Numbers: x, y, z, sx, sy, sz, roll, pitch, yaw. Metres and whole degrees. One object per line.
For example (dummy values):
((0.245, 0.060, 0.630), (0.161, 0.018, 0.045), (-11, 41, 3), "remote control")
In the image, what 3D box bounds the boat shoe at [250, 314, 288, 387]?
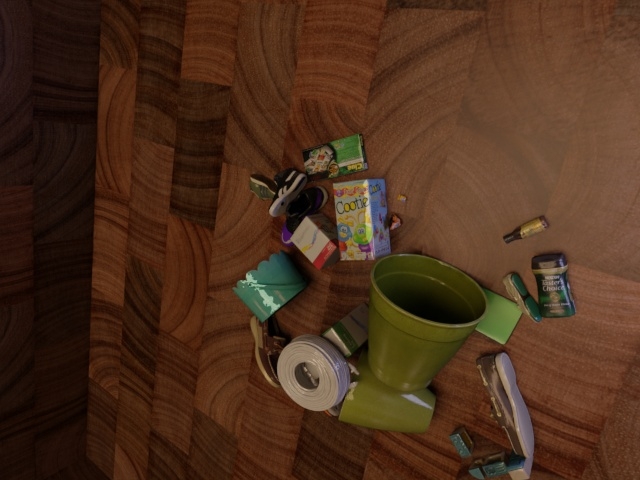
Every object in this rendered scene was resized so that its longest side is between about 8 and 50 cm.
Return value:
((-0.204, 0.452, 1.800), (0.123, 0.123, 0.342), (-33, 54, 18), "boat shoe")

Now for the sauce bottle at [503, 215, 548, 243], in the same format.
((0.623, -0.028, 1.274), (0.128, 0.042, 0.042), (-33, 80, 33), "sauce bottle")

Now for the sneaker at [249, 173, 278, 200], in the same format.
((-0.225, -0.205, 1.773), (0.192, 0.064, 0.086), (32, 129, 19), "sneaker")

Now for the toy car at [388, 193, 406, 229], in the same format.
((0.277, -0.096, 1.475), (0.040, 0.060, 0.122), (16, 117, -4), "toy car")

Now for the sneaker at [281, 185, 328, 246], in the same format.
((-0.099, -0.094, 1.656), (0.102, 0.146, 0.294), (43, 117, 19), "sneaker")

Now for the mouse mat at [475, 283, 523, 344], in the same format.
((0.552, 0.240, 1.384), (0.189, 0.007, 0.153), (28, 112, 24), "mouse mat")

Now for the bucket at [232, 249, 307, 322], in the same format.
((-0.196, 0.188, 1.696), (0.281, 0.281, 0.183), (-43, 84, 30), "bucket")

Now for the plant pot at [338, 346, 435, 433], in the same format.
((0.249, 0.567, 1.503), (0.293, 0.275, 0.275), (19, 109, 12), "plant pot")

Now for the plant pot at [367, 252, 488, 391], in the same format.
((0.303, 0.288, 1.372), (0.366, 0.366, 0.353), (27, 123, 26), "plant pot")

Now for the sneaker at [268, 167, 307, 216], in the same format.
((-0.159, -0.197, 1.677), (0.121, 0.079, 0.217), (29, 71, 30), "sneaker")

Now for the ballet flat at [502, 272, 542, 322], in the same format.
((0.629, 0.181, 1.308), (0.168, 0.057, 0.052), (65, 149, 11), "ballet flat")

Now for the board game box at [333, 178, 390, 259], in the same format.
((0.150, -0.076, 1.503), (0.141, 0.144, 0.276), (-2, 96, 33), "board game box")

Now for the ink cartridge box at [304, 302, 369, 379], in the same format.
((0.076, 0.365, 1.546), (0.201, 0.278, 0.117), (-44, 78, 30), "ink cartridge box")

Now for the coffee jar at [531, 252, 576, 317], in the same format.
((0.687, 0.132, 1.238), (0.096, 0.079, 0.185), (-11, 92, 33), "coffee jar")

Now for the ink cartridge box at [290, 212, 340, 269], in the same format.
((0.000, 0.000, 1.619), (0.176, 0.128, 0.127), (45, 118, 17), "ink cartridge box")

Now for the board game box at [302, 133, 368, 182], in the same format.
((0.051, -0.309, 1.596), (0.259, 0.030, 0.136), (-7, 92, 33), "board game box")

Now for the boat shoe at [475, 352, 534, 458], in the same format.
((0.594, 0.528, 1.346), (0.096, 0.116, 0.325), (-20, 83, 38), "boat shoe")

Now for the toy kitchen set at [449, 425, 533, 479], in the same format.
((0.557, 0.699, 1.388), (0.207, 0.122, 0.166), (-36, 79, 31), "toy kitchen set")

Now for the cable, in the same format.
((-0.027, 0.447, 1.406), (0.257, 0.089, 0.257), (46, 119, 14), "cable")

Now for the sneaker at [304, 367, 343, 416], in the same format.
((-0.040, 0.621, 1.768), (0.321, 0.124, 0.180), (53, 125, 26), "sneaker")
